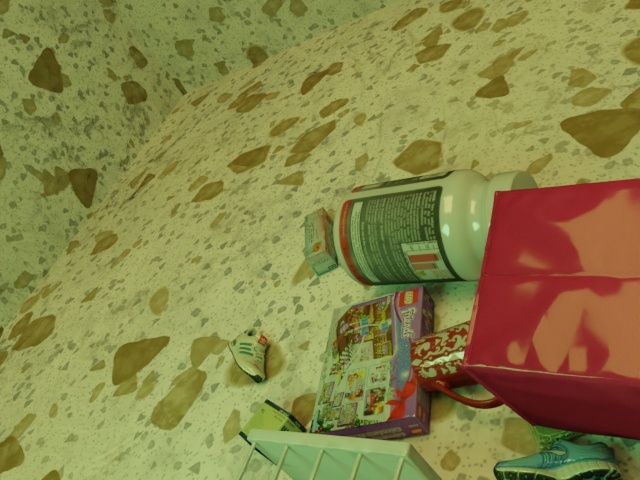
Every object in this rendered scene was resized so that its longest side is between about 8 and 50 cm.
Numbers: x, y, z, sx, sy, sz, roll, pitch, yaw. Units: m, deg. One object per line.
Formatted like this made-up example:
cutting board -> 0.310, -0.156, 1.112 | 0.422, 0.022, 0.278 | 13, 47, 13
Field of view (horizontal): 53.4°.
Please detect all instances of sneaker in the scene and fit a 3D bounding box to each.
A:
sneaker -> 0.315, 0.305, 0.855 | 0.162, 0.063, 0.073 | -12, 25, 22
sneaker -> -0.144, 0.239, 1.369 | 0.075, 0.057, 0.161 | -44, 29, -3

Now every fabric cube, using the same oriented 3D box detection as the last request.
fabric cube -> 0.365, 0.092, 0.793 | 0.258, 0.254, 0.259 | -3, 61, 40

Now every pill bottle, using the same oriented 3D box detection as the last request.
pill bottle -> 0.222, -0.023, 1.220 | 0.362, 0.210, 0.210 | -6, 42, 39

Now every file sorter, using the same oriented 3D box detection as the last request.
file sorter -> 0.025, 0.393, 0.880 | 0.277, 0.193, 0.173 | -9, 43, 37

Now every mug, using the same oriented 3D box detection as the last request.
mug -> 0.233, 0.189, 1.015 | 0.169, 0.113, 0.150 | -21, 12, 29

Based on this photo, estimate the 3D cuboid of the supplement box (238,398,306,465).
supplement box -> -0.088, 0.351, 1.167 | 0.083, 0.056, 0.083 | 13, 56, 51

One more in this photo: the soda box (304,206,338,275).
soda box -> 0.000, 0.000, 1.542 | 0.058, 0.063, 0.183 | -26, 32, 17

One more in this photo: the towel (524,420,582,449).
towel -> 0.364, 0.234, 0.919 | 0.148, 0.027, 0.110 | -29, 31, 13

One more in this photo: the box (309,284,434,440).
box -> 0.100, 0.224, 1.154 | 0.200, 0.057, 0.293 | -19, 35, 27
